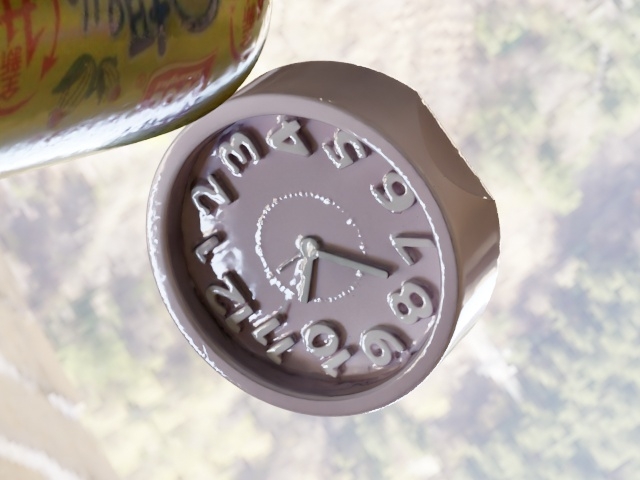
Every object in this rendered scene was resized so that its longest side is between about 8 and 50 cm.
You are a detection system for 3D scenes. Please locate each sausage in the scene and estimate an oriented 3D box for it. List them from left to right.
[{"bbox_3d":[-0.142,-0.084,0.722,0.347,0.123,0.123,-20,157,-51],"label":"sausage"}]

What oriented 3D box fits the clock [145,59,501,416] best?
[{"bbox_3d":[0.000,0.000,1.024,0.197,0.197,0.068,-48,176,34],"label":"clock"}]
